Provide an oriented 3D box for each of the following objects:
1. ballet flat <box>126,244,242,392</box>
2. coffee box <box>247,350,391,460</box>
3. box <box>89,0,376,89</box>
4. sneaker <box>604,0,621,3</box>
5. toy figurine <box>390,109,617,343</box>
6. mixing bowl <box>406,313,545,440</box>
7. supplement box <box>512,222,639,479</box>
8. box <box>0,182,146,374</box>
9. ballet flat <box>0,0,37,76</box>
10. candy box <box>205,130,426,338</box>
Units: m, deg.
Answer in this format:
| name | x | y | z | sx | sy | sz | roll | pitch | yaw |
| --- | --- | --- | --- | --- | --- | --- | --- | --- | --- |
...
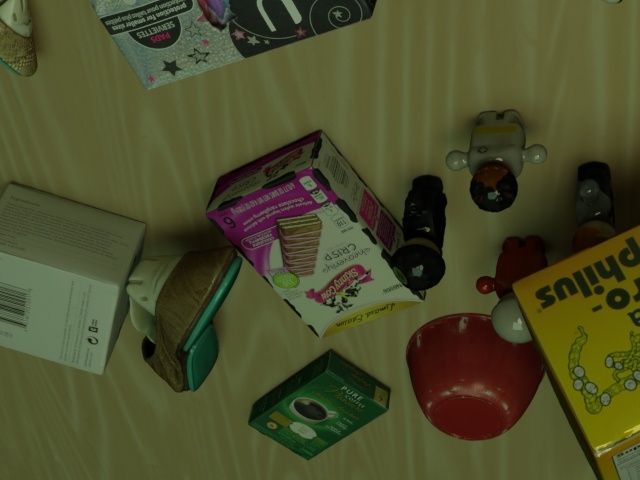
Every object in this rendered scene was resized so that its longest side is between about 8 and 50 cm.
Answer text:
| name | x | y | z | sx | sy | sz | roll | pitch | yaw |
| --- | --- | --- | --- | --- | --- | --- | --- | --- | --- |
| ballet flat | -0.180 | 0.085 | 1.478 | 0.124 | 0.116 | 0.342 | 30 | 154 | 5 |
| coffee box | -0.002 | 0.229 | 1.641 | 0.113 | 0.040 | 0.184 | 34 | 132 | -19 |
| box | -0.074 | -0.262 | 1.103 | 0.247 | 0.163 | 0.142 | -14 | 126 | 26 |
| sneaker | 0.200 | -0.278 | 1.098 | 0.190 | 0.071 | 0.083 | 38 | 137 | -11 |
| toy figurine | 0.202 | -0.011 | 1.286 | 0.213 | 0.148 | 0.209 | 31 | 132 | -15 |
| mixing bowl | 0.192 | 0.189 | 1.515 | 0.181 | 0.098 | 0.181 | 7 | 133 | 8 |
| supplement box | 0.352 | 0.150 | 1.256 | 0.194 | 0.195 | 0.356 | -26 | 149 | 5 |
| box | -0.330 | 0.050 | 1.496 | 0.182 | 0.119 | 0.181 | 17 | 134 | -3 |
| ballet flat | -0.350 | -0.260 | 1.245 | 0.067 | 0.073 | 0.206 | -28 | 126 | 17 |
| candy box | 0.000 | 0.000 | 1.400 | 0.159 | 0.071 | 0.233 | -23 | 124 | 31 |
